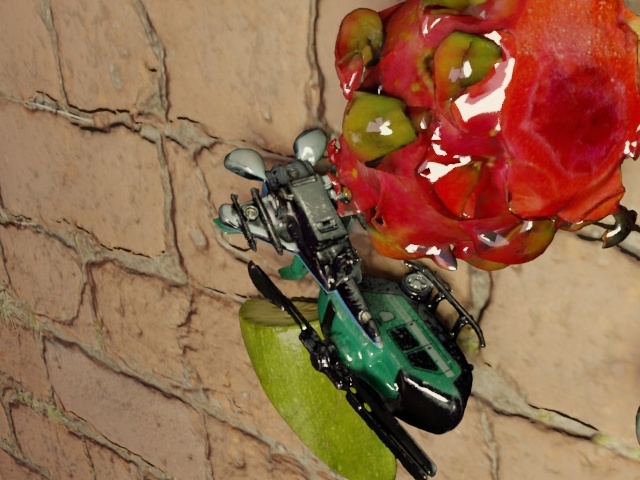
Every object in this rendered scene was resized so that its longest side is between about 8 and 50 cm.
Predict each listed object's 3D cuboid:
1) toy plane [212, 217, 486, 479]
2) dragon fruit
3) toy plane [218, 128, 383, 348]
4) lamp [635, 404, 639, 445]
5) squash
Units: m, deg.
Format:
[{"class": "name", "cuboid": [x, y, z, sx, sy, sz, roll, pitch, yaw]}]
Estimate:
[{"class": "toy plane", "cuboid": [0.036, 0.074, 0.732, 0.382, 0.155, 0.106, 52, 145, 31]}, {"class": "dragon fruit", "cuboid": [0.107, -0.078, 0.544, 0.227, 0.243, 0.307, 13, 123, -11]}, {"class": "toy plane", "cuboid": [0.001, -0.005, 0.683, 0.078, 0.169, 0.246, 97, 149, -49]}, {"class": "lamp", "cuboid": [0.353, 0.085, 0.424, 0.247, 0.247, 0.301, 24, 117, 25]}, {"class": "squash", "cuboid": [-0.012, 0.201, 0.873, 0.169, 0.093, 0.252, 0, 111, 37]}]
